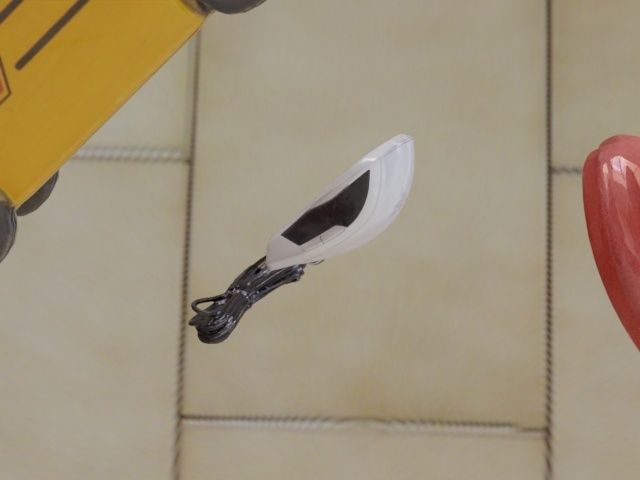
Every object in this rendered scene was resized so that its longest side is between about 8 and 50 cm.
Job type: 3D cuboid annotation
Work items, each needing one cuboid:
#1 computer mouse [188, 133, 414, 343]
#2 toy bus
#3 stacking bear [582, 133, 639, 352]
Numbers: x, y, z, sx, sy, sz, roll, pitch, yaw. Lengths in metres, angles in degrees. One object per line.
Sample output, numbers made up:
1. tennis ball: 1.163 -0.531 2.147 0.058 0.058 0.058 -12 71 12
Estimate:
1. computer mouse: 0.000 0.000 1.102 0.193 0.106 0.042 -40 84 38
2. toy bus: -0.110 -0.123 0.786 0.332 0.108 0.130 -43 101 16
3. stacking bear: 0.301 -0.024 0.919 0.175 0.289 0.164 12 64 -26
